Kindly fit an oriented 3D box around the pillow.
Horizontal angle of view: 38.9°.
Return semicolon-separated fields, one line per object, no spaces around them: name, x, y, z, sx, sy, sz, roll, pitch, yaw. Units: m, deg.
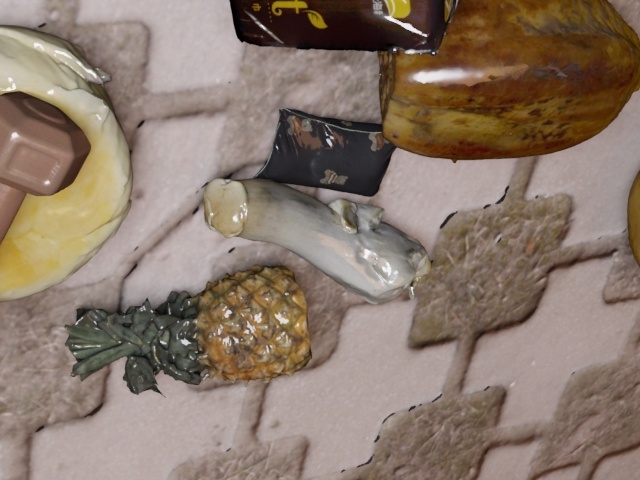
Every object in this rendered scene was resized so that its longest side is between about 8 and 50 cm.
pillow;0.012;-0.088;0.945;0.150;0.048;0.090;7;113;-24

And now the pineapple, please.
pineapple;-0.136;0.099;0.945;0.248;0.128;0.128;-9;117;-10

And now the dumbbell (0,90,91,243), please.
dumbbell;-0.267;-0.006;0.710;0.092;0.082;0.230;24;107;-34

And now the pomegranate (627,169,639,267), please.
pomegranate;0.495;-0.038;1.014;0.308;0.307;0.307;-8;117;-17

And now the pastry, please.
pastry;-0.287;-0.062;0.797;0.265;0.133;0.264;-9;118;-17

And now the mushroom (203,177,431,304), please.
mushroom;0.001;-0.002;0.956;0.278;0.096;0.099;24;135;-27

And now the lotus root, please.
lotus root;0.188;-0.182;0.907;0.291;0.193;0.193;-4;115;-16

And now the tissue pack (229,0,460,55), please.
tissue pack;0.014;-0.351;0.687;0.198;0.210;0.369;7;130;19
